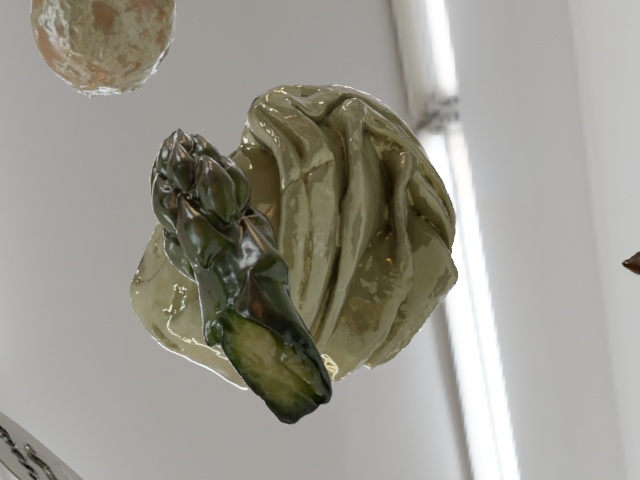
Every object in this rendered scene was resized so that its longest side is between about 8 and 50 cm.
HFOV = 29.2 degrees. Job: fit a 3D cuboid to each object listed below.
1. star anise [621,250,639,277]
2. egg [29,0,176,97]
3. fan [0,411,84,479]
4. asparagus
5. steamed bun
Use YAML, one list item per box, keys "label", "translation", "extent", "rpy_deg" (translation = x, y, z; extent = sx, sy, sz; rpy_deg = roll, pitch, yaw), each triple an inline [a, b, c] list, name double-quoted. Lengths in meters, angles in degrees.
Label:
- label: "star anise"
  translation: [0.338, 0.025, 1.009]
  extent: [0.111, 0.196, 0.212]
  rpy_deg: [-48, -39, -7]
- label: "egg"
  translation: [-0.283, -0.304, 1.603]
  extent: [0.195, 0.195, 0.233]
  rpy_deg: [-25, -61, -55]
- label: "fan"
  translation: [-0.116, 0.189, 0.786]
  extent: [0.009, 0.190, 0.329]
  rpy_deg: [-48, -53, -9]
- label: "asparagus"
  translation: [-0.066, 0.003, 0.818]
  extent: [0.080, 0.080, 0.287]
  rpy_deg: [59, -177, -41]
- label: "steamed bun"
  translation: [-0.001, 0.003, 1.103]
  extent: [0.289, 0.203, 0.276]
  rpy_deg: [-4, -73, -47]
